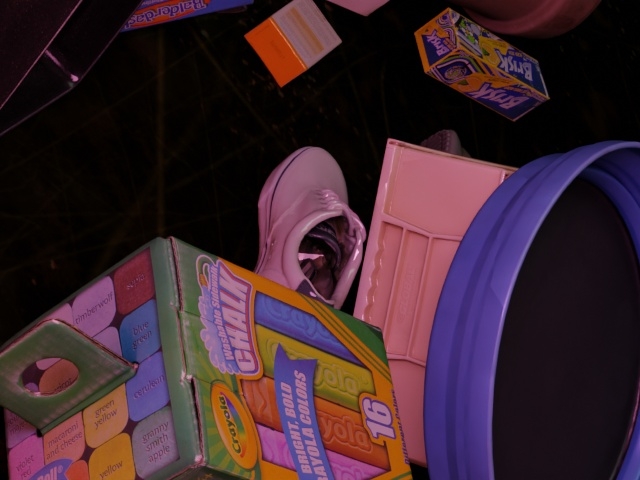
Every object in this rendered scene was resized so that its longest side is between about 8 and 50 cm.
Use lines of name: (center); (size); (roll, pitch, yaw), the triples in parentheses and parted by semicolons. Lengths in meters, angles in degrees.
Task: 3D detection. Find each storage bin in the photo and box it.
storage bin: (0.156, 0.063, 1.692); (0.262, 0.123, 0.260); (8, 94, -53)

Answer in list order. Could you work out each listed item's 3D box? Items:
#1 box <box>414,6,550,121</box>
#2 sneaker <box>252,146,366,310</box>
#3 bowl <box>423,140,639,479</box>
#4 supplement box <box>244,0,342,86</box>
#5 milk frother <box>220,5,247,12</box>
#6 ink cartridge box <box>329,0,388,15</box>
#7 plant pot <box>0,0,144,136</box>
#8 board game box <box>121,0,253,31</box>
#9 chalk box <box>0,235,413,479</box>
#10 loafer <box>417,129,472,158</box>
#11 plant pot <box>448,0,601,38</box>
box: (0.180, -0.192, 2.134); (0.169, 0.054, 0.059); (22, 45, -44)
sneaker: (0.000, 0.000, 1.654); (0.094, 0.091, 0.258); (42, 33, -24)
bowl: (0.215, 0.111, 1.595); (0.391, 0.077, 0.391); (-11, 104, -52)
supplement box: (-0.026, -0.193, 1.851); (0.062, 0.036, 0.098); (54, 30, -5)
milk frother: (-0.113, -0.279, 1.756); (0.143, 0.129, 0.135); (45, 57, -80)
ink cartridge box: (0.000, -0.369, 1.987); (0.172, 0.100, 0.237); (15, 50, -49)
plant pot: (-0.235, -0.202, 1.428); (0.167, 0.187, 0.188); (42, 31, 0)
board game box: (-0.159, -0.280, 1.631); (0.047, 0.160, 0.210); (98, -23, -65)
chalk box: (-0.098, 0.130, 1.307); (0.289, 0.180, 0.179); (24, 44, -42)
loafer: (0.120, -0.006, 1.833); (0.087, 0.094, 0.251); (43, 36, -23)
plant pot: (0.167, -0.355, 2.116); (0.229, 0.263, 0.263); (-2, 63, -36)
